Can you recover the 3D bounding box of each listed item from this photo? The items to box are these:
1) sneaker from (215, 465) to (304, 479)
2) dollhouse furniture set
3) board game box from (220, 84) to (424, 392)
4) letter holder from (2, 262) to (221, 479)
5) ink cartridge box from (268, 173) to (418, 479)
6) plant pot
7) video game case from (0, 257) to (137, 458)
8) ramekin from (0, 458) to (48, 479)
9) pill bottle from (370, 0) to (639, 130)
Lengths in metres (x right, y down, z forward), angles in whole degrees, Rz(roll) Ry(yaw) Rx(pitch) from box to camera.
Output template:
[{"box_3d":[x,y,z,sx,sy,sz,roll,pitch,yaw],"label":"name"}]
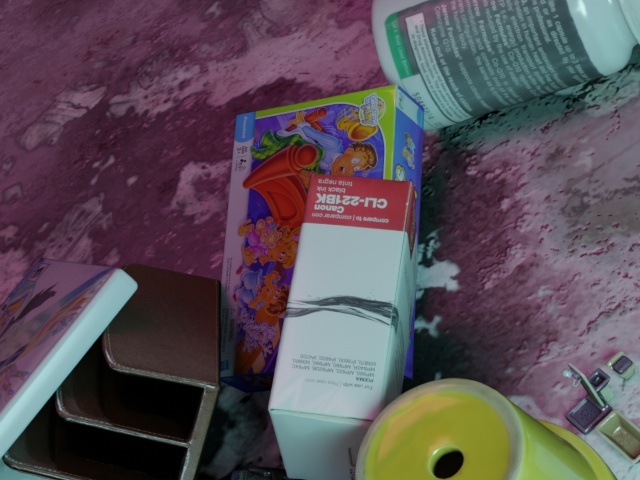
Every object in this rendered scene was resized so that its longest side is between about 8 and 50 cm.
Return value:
[{"box_3d":[-0.039,0.294,1.585,0.283,0.124,0.107,-16,46,24],"label":"sneaker"},{"box_3d":[0.301,0.160,1.496,0.091,0.081,0.114,-42,41,-4],"label":"dollhouse furniture set"},{"box_3d":[0.000,0.000,1.783,0.233,0.078,0.347,-8,67,29],"label":"board game box"},{"box_3d":[-0.231,0.142,1.650,0.302,0.214,0.152,-100,25,-70],"label":"letter holder"},{"box_3d":[0.030,0.098,1.529,0.114,0.197,0.273,5,61,8],"label":"ink cartridge box"},{"box_3d":[0.152,0.258,1.383,0.254,0.239,0.254,-15,50,19],"label":"plant pot"},{"box_3d":[-0.364,0.157,1.646,0.329,0.036,0.300,-52,22,-16],"label":"video game case"},{"box_3d":[-0.341,0.266,1.773,0.207,0.207,0.109,-6,60,31],"label":"ramekin"},{"box_3d":[0.262,-0.280,1.824,0.361,0.204,0.204,-16,46,24],"label":"pill bottle"}]
